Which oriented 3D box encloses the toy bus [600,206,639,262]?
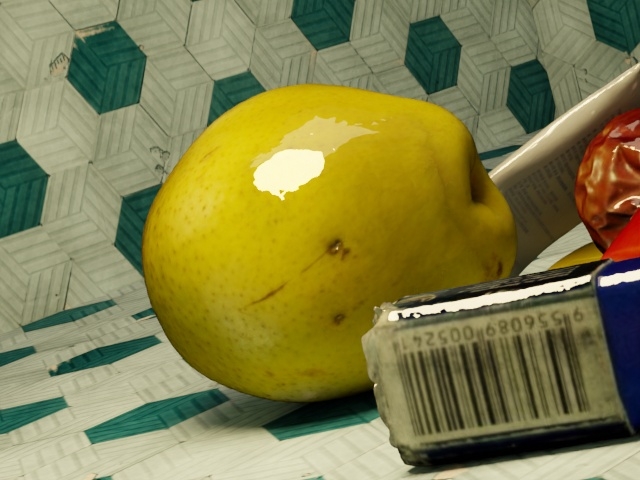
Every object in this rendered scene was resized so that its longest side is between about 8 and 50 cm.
[{"bbox_3d":[0.399,0.004,2.009,0.121,0.120,0.265,-10,21,39],"label":"toy bus"}]

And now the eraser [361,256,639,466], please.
[{"bbox_3d":[0.210,0.100,1.648,0.332,0.155,0.101,-12,7,22],"label":"eraser"}]

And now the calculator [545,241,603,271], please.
[{"bbox_3d":[0.377,0.023,2.404,0.146,0.032,0.235,-9,11,38],"label":"calculator"}]

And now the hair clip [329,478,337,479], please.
[{"bbox_3d":[0.043,0.217,1.439,0.159,0.071,0.218,-17,12,-38],"label":"hair clip"}]

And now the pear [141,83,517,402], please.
[{"bbox_3d":[0.000,0.000,2.076,0.418,0.362,0.362,-18,6,20],"label":"pear"}]

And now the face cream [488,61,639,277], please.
[{"bbox_3d":[0.296,-0.065,2.372,0.420,0.137,0.235,-36,-34,4],"label":"face cream"}]

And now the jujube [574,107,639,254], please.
[{"bbox_3d":[0.447,-0.066,2.296,0.216,0.216,0.342,-10,1,36],"label":"jujube"}]
